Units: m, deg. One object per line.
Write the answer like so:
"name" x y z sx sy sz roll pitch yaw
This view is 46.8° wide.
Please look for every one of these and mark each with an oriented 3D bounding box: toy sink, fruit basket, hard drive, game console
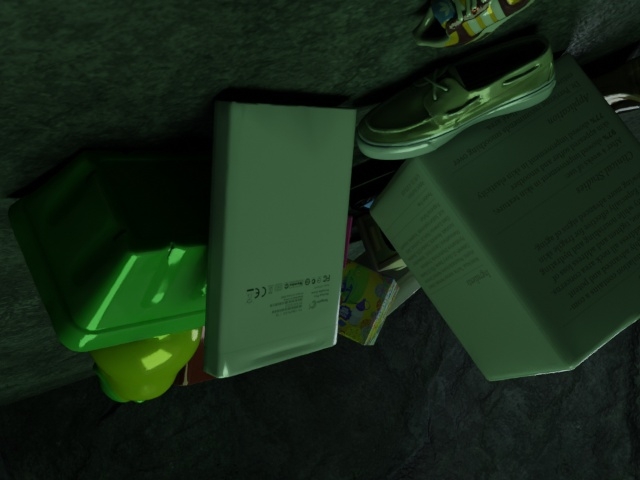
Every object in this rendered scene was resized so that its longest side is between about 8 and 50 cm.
"toy sink" 0.188 -0.013 1.884 0.131 0.152 0.234 -11 169 -33
"fruit basket" -0.255 0.057 1.100 0.392 0.283 0.392 -26 159 -11
"hard drive" -0.053 -0.008 1.014 0.047 0.353 0.233 15 -164 41
"game console" 0.119 -0.104 1.590 0.213 0.044 0.361 -22 170 18

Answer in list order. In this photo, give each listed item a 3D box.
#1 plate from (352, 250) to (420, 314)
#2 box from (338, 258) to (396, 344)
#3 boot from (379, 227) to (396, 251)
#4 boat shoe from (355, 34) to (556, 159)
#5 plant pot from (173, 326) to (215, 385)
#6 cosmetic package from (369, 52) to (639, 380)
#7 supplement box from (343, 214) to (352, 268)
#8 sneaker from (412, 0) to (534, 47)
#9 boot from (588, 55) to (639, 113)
"plate" 0.193 0.076 2.123 0.278 0.045 0.277 -38 -147 -15
"box" 0.029 0.127 1.876 0.290 0.177 0.279 24 176 12
"boot" 0.337 -0.081 1.646 0.445 0.146 0.367 -27 159 -13
"boat shoe" 0.187 -0.211 1.056 0.302 0.109 0.094 -22 145 3
"plant pot" -0.269 0.139 1.414 0.267 0.235 0.267 2 -179 28
"cosmetic package" 0.346 -0.020 1.247 0.329 0.393 0.327 -32 173 -16
"supplement box" 0.000 0.000 1.560 0.111 0.114 0.220 8 177 -1
"sneaker" 0.168 -0.259 0.793 0.084 0.069 0.185 -20 170 -22
"boot" 0.556 -0.269 1.326 0.248 0.090 0.207 -5 -179 23
